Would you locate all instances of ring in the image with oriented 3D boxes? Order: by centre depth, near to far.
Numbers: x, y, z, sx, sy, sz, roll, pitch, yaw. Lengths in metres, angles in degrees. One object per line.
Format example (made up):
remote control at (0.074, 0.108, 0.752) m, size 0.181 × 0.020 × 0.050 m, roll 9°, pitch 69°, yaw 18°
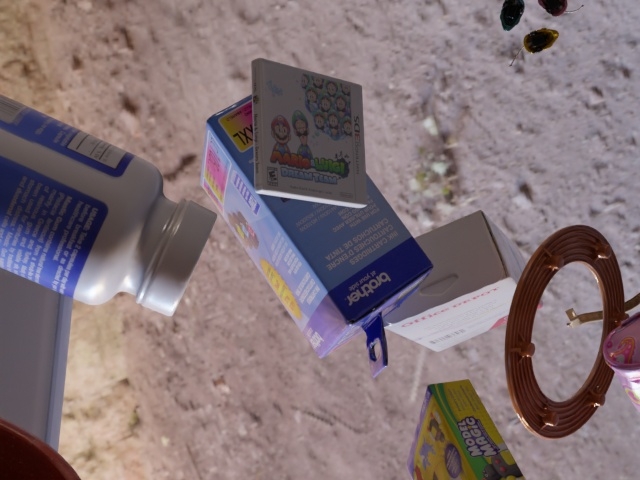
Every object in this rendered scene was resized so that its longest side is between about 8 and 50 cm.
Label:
ring at (0.391, 0.143, 1.557) m, size 0.032 × 0.337 × 0.336 m, roll 7°, pitch 112°, yaw 44°

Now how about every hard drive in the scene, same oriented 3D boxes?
hard drive at (-0.461, 0.211, 1.395) m, size 0.233 × 0.047 × 0.353 m, roll 5°, pitch 88°, yaw 21°

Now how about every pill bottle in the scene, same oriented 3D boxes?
pill bottle at (-0.245, -0.030, 0.971) m, size 0.272 × 0.152 × 0.152 m, roll 25°, pitch 142°, yaw -7°

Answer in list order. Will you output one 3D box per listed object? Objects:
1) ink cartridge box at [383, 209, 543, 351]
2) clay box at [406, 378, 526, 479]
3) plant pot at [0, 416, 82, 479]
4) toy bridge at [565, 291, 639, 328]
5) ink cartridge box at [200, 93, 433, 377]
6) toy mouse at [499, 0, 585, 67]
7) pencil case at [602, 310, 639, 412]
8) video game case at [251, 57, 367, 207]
ink cartridge box at (0.235, 0.078, 1.737) m, size 0.226 × 0.306 × 0.131 m, roll -24°, pitch 68°, yaw 15°
clay box at (0.153, 0.258, 0.979) m, size 0.222 × 0.053 × 0.127 m, roll -115°, pitch 27°, yaw -49°
plant pot at (-0.328, 0.300, 0.744) m, size 0.272 × 0.272 × 0.265 m, roll 38°, pitch 118°, yaw 41°
toy bridge at (0.517, 0.109, 1.765) m, size 0.063 × 0.188 × 0.026 m, roll 54°, pitch -166°, yaw -51°
ink cartridge box at (0.000, 0.000, 1.422) m, size 0.395 × 0.151 × 0.270 m, roll 53°, pitch 164°, yaw 9°
toy mouse at (0.370, -0.401, 1.754) m, size 0.161 × 0.031 × 0.143 m, roll -25°, pitch 98°, yaw 26°
pencil case at (0.497, 0.217, 1.361) m, size 0.284 × 0.124 × 0.124 m, roll 48°, pitch 154°, yaw -21°
video game case at (-0.010, -0.114, 1.097) m, size 0.019 × 0.157 × 0.143 m, roll -11°, pitch 78°, yaw 45°
